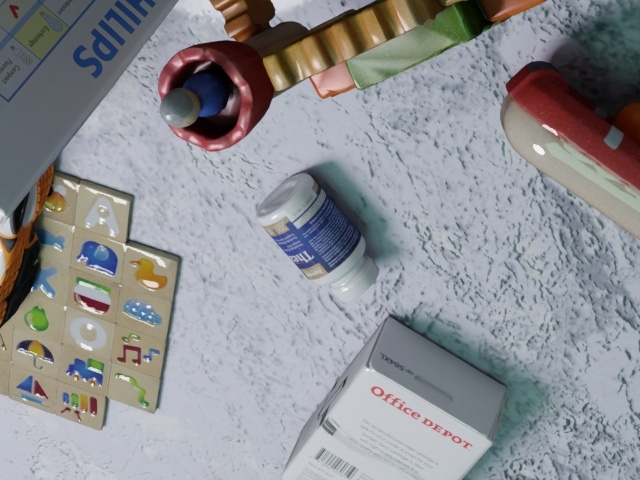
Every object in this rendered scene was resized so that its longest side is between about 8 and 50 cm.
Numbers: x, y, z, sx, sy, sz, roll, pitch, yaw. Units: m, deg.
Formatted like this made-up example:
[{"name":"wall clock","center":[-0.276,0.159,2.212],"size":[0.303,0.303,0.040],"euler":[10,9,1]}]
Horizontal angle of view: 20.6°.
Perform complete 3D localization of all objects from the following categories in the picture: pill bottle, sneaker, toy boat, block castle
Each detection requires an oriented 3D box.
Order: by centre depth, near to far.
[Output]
[{"name":"block castle","center":[0.023,-0.272,1.294],"size":[0.453,0.213,0.303],"euler":[-23,98,33]},{"name":"toy boat","center":[0.271,-0.092,1.457],"size":[0.231,0.151,0.151],"euler":[34,102,-6]},{"name":"pill bottle","center":[0.000,0.000,1.663],"size":[0.067,0.067,0.120],"euler":[-27,113,36]},{"name":"sneaker","center":[-0.350,-0.009,1.774],"size":[0.121,0.099,0.262],"euler":[26,124,11]}]

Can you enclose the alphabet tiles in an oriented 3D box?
[{"name":"alphabet tiles","center":[-0.294,0.057,1.863],"size":[0.285,0.011,0.342],"euler":[19,131,7]}]

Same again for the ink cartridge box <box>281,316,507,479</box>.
[{"name":"ink cartridge box","center":[0.074,0.195,1.775],"size":[0.148,0.086,0.203],"euler":[31,130,-5]}]

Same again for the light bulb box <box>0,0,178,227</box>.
[{"name":"light bulb box","center":[-0.372,-0.177,1.478],"size":[0.361,0.358,0.225],"euler":[40,132,-10]}]
